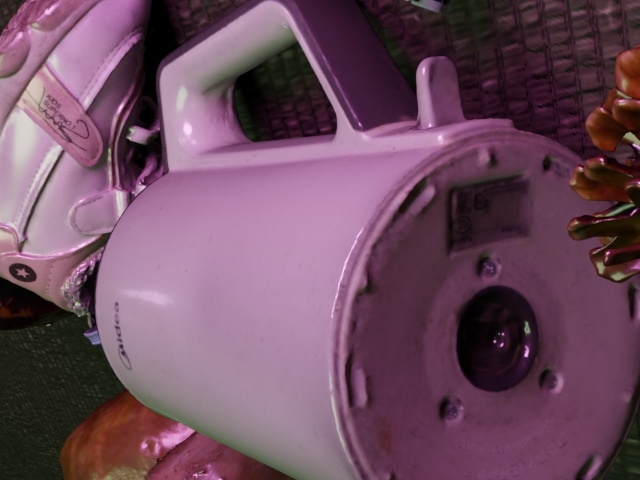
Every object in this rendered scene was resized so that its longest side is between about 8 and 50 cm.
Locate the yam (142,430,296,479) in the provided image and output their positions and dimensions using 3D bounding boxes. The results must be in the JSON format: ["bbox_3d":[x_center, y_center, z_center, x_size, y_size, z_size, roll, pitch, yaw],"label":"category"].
[{"bbox_3d":[-0.071,0.229,1.253,0.129,0.238,0.128,34,156,41],"label":"yam"}]

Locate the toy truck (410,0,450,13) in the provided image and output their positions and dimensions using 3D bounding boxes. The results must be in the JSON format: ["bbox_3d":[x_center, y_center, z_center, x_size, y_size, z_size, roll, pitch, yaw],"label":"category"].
[{"bbox_3d":[0.028,-0.170,0.729,0.063,0.123,0.052,32,109,38],"label":"toy truck"}]

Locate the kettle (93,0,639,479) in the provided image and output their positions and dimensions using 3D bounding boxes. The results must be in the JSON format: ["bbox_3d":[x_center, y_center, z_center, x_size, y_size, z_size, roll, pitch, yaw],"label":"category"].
[{"bbox_3d":[0.000,0.000,0.892,0.377,0.250,0.361,5,108,57],"label":"kettle"}]

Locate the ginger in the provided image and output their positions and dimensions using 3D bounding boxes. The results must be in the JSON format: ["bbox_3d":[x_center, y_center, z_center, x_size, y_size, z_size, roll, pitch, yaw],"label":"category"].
[{"bbox_3d":[-0.181,0.263,1.469,0.200,0.223,0.269,56,154,-4],"label":"ginger"}]

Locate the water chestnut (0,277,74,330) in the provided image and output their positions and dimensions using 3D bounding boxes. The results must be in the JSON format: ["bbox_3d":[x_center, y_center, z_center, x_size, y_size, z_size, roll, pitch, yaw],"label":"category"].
[{"bbox_3d":[-0.315,-0.017,1.322,0.223,0.224,0.238,53,158,-5],"label":"water chestnut"}]

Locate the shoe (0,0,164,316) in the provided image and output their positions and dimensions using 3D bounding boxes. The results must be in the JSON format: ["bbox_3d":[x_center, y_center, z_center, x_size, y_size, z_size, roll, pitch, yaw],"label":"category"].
[{"bbox_3d":[-0.212,-0.090,1.112,0.198,0.172,0.351,30,127,-14],"label":"shoe"}]

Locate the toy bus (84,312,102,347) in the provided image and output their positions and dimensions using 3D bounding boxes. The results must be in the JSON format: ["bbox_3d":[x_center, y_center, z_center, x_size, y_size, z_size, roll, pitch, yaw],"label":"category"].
[{"bbox_3d":[-0.141,0.052,1.197,0.076,0.167,0.073,52,153,-11],"label":"toy bus"}]

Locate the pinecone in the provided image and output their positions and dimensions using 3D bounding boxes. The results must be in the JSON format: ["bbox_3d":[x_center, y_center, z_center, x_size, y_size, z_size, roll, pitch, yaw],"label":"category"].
[{"bbox_3d":[0.195,-0.028,0.607,0.163,0.165,0.163,31,143,26],"label":"pinecone"}]
